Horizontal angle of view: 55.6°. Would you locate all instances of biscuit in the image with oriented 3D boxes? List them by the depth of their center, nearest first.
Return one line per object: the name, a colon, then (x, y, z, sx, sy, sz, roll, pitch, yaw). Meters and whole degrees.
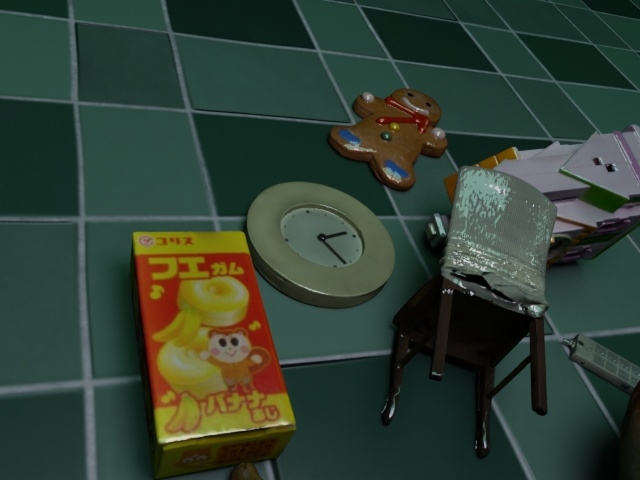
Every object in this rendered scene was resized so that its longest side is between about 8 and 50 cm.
biscuit: (0.148, -0.223, 1.173, 0.205, 0.049, 0.324, 34, 42, 12)

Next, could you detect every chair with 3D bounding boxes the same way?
chair: (0.195, 0.082, 0.782, 0.160, 0.186, 0.319, 20, 50, -3)

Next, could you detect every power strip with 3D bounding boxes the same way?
power strip: (0.428, 0.185, 0.915, 0.136, 0.019, 0.051, 32, 46, 8)

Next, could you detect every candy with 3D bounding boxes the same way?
candy: (-0.134, 0.114, 0.693, 0.146, 0.088, 0.276, -3, 50, -24)

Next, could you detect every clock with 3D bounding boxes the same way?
clock: (0.000, 0.000, 0.907, 0.234, 0.029, 0.235, 13, 43, -13)
clock: (0.331, -0.045, 0.955, 0.309, 0.235, 0.166, -7, 65, -14)

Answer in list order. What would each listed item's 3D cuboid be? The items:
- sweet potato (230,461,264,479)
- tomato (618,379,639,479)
sweet potato: (-0.059, 0.313, 0.554, 0.081, 0.062, 0.233, 14, 41, -8)
tomato: (0.459, 0.261, 0.669, 0.238, 0.304, 0.304, -2, 42, 14)
